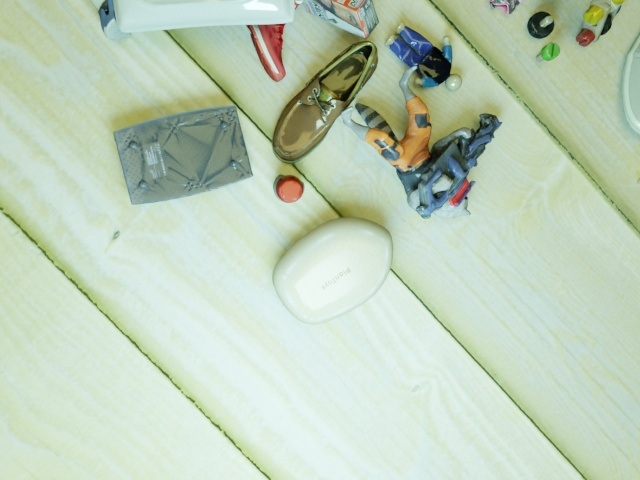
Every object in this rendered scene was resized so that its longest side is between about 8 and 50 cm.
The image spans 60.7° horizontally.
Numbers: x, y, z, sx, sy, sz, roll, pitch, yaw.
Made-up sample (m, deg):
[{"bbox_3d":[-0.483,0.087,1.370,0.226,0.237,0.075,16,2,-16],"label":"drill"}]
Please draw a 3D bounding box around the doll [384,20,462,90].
[{"bbox_3d":[0.238,-0.401,1.206,0.189,0.046,0.129,40,87,-4],"label":"doll"}]

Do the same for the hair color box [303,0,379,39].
[{"bbox_3d":[0.033,-0.490,1.128,0.167,0.093,0.053,33,86,23],"label":"hair color box"}]

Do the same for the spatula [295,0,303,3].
[{"bbox_3d":[-0.073,-0.573,1.123,0.168,0.019,0.242,13,64,9],"label":"spatula"}]

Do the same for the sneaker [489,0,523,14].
[{"bbox_3d":[0.394,-0.552,1.229,0.119,0.047,0.057,33,98,-4],"label":"sneaker"}]

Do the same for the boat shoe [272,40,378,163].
[{"bbox_3d":[0.004,-0.299,1.149,0.111,0.104,0.307,37,86,-5],"label":"boat shoe"}]

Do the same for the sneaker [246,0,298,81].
[{"bbox_3d":[-0.088,-0.456,1.152,0.128,0.087,0.221,-23,93,-5],"label":"sneaker"}]

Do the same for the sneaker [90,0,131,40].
[{"bbox_3d":[-0.360,-0.572,1.101,0.315,0.127,0.182,-39,96,-4],"label":"sneaker"}]

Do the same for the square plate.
[{"bbox_3d":[-0.231,-0.570,0.992,0.347,0.049,0.344,-3,109,0],"label":"square plate"}]

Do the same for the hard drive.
[{"bbox_3d":[-0.282,-0.176,1.142,0.255,0.054,0.172,-14,91,-6],"label":"hard drive"}]

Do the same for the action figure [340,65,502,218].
[{"bbox_3d":[0.231,-0.197,1.178,0.341,0.178,0.330,-39,101,-32],"label":"action figure"}]

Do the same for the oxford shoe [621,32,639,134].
[{"bbox_3d":[0.813,-0.449,1.230,0.169,0.130,0.449,22,88,-7],"label":"oxford shoe"}]

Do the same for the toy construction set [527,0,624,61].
[{"bbox_3d":[0.607,-0.570,1.152,0.309,0.237,0.257,-20,92,-6],"label":"toy construction set"}]

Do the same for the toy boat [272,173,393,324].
[{"bbox_3d":[0.000,0.000,1.141,0.268,0.148,0.318,-30,100,-1],"label":"toy boat"}]
